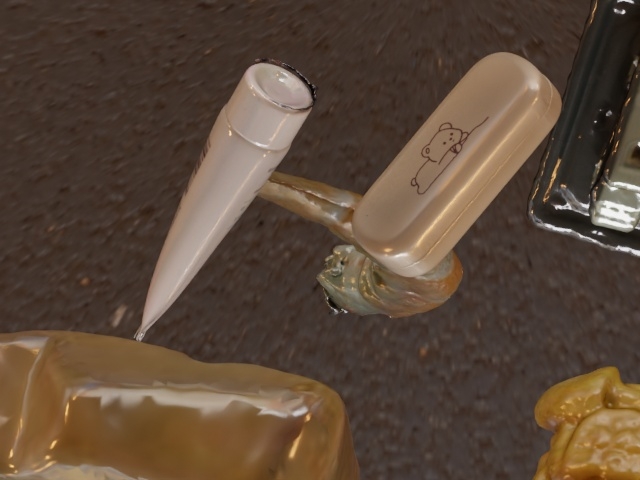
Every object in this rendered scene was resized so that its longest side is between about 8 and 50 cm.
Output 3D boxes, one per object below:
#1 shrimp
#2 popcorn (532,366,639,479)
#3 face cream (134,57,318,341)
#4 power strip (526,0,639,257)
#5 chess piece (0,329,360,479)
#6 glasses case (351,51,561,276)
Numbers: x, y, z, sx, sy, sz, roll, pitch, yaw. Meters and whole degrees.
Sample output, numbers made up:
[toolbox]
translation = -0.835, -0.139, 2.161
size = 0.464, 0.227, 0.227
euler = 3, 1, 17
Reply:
[shrimp]
translation = 0.033, 0.007, 1.520
size = 0.185, 0.287, 0.068
euler = 5, 72, 33
[popcorn]
translation = 0.194, 0.163, 0.989
size = 0.140, 0.194, 0.163
euler = 3, 120, 26
[face cream]
translation = -0.082, -0.030, 1.286
size = 0.058, 0.092, 0.244
euler = 29, 124, -5
[power strip]
translation = 0.313, -0.069, 1.343
size = 0.256, 0.092, 0.251
euler = 16, 120, 4
[chess piece]
translation = -0.045, 0.093, 0.488
size = 0.137, 0.301, 0.137
euler = 0, 65, 0
[glasses case]
translation = 0.107, -0.060, 1.324
size = 0.196, 0.083, 0.050
euler = -51, 134, -1
